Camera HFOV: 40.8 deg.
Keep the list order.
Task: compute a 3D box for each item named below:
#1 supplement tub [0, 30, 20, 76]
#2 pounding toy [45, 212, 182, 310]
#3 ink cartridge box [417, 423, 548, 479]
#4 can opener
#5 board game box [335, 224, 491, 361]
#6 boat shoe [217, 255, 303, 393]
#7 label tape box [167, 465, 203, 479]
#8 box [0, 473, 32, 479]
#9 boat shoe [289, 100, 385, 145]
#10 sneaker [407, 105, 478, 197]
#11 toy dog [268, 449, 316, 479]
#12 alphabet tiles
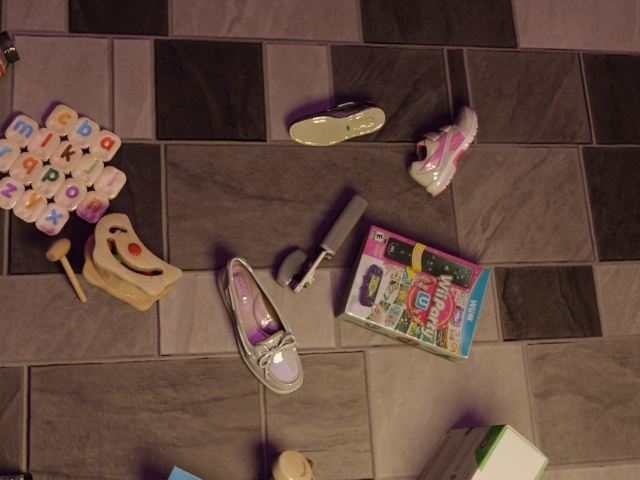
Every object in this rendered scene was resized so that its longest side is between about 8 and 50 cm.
[{"bbox_3d":[-0.776,-0.397,1.916,0.197,0.106,0.106,-30,83,-18],"label":"supplement tub"},{"bbox_3d":[-0.451,0.052,1.883,0.269,0.155,0.154,32,42,-12],"label":"pounding toy"},{"bbox_3d":[0.319,0.508,1.810,0.121,0.289,0.211,38,71,-3],"label":"ink cartridge box"},{"bbox_3d":[0.000,0.000,1.990,0.095,0.076,0.283,35,70,-2],"label":"can opener"},{"bbox_3d":[0.216,0.124,1.993,0.303,0.097,0.224,21,72,-7],"label":"board game box"},{"bbox_3d":[-0.132,0.187,1.895,0.118,0.103,0.320,-21,80,-17],"label":"boat shoe"},{"bbox_3d":[-0.190,0.622,1.689,0.333,0.241,0.106,26,29,-3],"label":"label tape box"},{"bbox_3d":[-0.674,0.510,1.666,0.207,0.153,0.108,0,76,-11],"label":"box"},{"bbox_3d":[0.035,-0.288,2.087,0.233,0.084,0.079,-13,40,-8],"label":"boat shoe"},{"bbox_3d":[0.298,-0.235,2.103,0.111,0.103,0.252,31,70,-4],"label":"sneaker"},{"bbox_3d":[0.001,0.581,1.793,0.161,0.220,0.334,-22,85,-53],"label":"toy dog"},{"bbox_3d":[-0.591,-0.159,1.934,0.284,0.021,0.278,30,71,-3],"label":"alphabet tiles"}]
